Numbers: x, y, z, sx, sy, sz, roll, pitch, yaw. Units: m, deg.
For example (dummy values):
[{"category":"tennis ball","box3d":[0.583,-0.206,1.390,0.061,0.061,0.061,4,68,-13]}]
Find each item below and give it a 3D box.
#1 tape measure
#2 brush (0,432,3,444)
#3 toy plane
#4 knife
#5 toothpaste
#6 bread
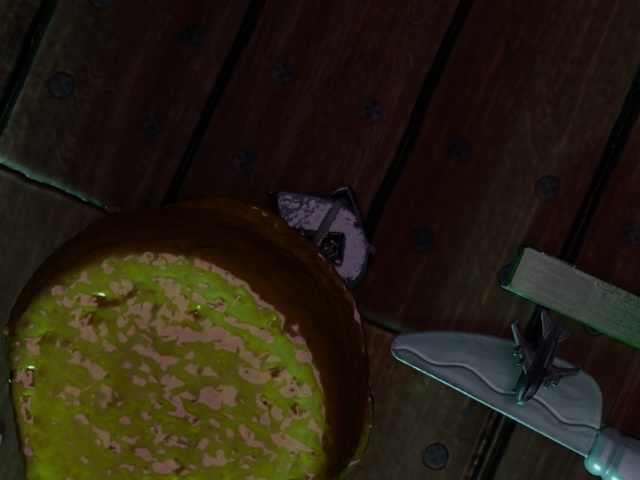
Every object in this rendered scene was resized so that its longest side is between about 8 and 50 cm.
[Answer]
[{"category":"tape measure","box3d":[0.001,0.002,1.170,0.091,0.054,0.094,-5,86,2]},{"category":"brush","box3d":[-0.306,0.158,1.164,0.084,0.013,0.016,15,85,-5]},{"category":"toy plane","box3d":[0.182,0.102,1.172,0.078,0.031,0.083,37,72,-19]},{"category":"knife","box3d":[0.215,0.151,1.191,0.331,0.044,0.080,33,79,2]},{"category":"toothpaste","box3d":[0.244,0.057,1.193,0.178,0.037,0.043,24,90,-2]},{"category":"bread","box3d":[-0.105,0.122,1.090,0.312,0.172,0.312,1,99,4]}]
